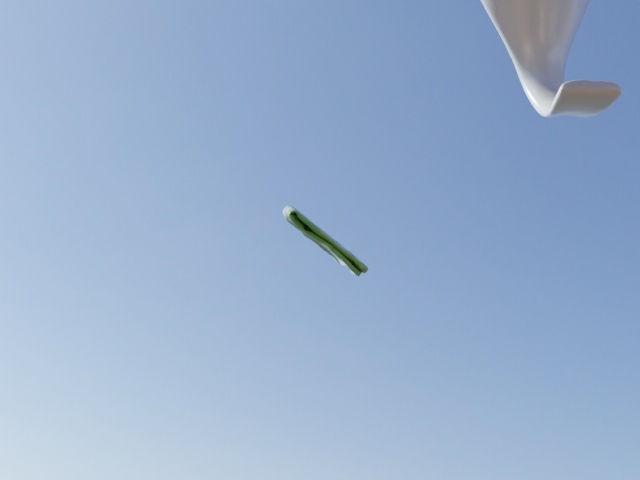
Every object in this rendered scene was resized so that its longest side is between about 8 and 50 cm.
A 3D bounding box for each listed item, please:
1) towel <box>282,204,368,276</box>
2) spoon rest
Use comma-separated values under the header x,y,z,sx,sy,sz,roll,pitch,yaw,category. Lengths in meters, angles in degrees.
x,y,z,sx,sy,sz,roll,pitch,yaw,category
0.000,0.000,0.922,0.113,0.023,0.152,37,1,-6,towel
0.214,-0.223,0.751,0.137,0.277,0.084,1,-31,-7,spoon rest
